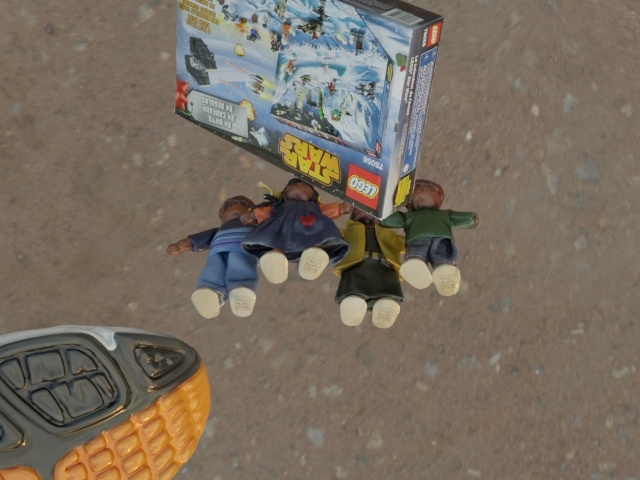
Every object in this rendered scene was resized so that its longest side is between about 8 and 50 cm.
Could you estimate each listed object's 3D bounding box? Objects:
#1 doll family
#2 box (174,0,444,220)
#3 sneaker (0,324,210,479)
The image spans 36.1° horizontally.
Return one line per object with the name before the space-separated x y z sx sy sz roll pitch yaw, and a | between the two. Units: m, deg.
doll family | 0.000 0.000 0.623 0.193 0.111 0.076 7 128 -5
box | -0.012 -0.079 0.460 0.137 0.027 0.094 29 129 28
sneaker | -0.186 0.090 0.468 0.262 0.121 0.099 -15 107 -15
